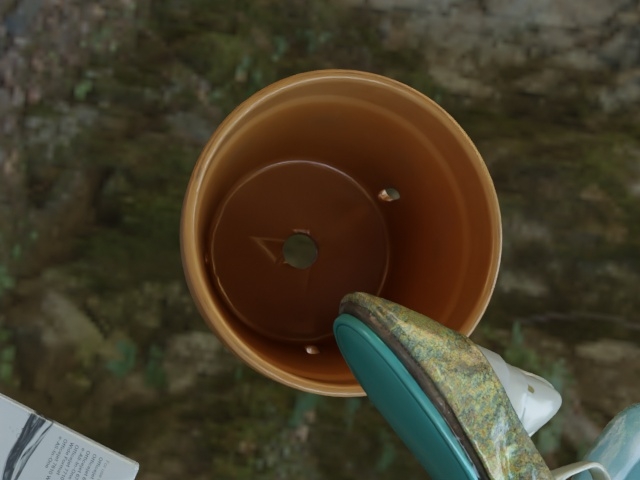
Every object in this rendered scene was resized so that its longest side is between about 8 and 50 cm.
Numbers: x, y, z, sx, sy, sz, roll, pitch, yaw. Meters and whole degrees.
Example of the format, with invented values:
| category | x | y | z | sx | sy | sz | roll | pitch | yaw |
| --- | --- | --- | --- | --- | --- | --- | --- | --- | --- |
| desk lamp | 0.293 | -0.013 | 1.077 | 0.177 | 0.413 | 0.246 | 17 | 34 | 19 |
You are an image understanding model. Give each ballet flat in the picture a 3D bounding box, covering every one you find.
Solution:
| category | x | y | z | sx | sy | sz | roll | pitch | yaw |
| --- | --- | --- | --- | --- | --- | --- | --- | --- | --- |
| ballet flat | 0.137 | 0.163 | 1.090 | 0.348 | 0.123 | 0.123 | 58 | 11 | -6 |

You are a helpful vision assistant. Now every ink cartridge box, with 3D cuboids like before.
| category | x | y | z | sx | sy | sz | roll | pitch | yaw |
| --- | --- | --- | --- | --- | --- | --- | --- | --- | --- |
| ink cartridge box | -0.387 | 0.229 | 1.712 | 0.223 | 0.307 | 0.129 | -5 | -123 | 56 |

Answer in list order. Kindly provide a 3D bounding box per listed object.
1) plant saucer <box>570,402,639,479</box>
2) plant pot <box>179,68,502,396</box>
| category | x | y | z | sx | sy | sz | roll | pitch | yaw |
| --- | --- | --- | --- | --- | --- | --- | --- | --- | --- |
| plant saucer | 0.325 | 0.339 | 1.790 | 0.317 | 0.044 | 0.317 | -37 | 139 | -42 |
| plant pot | 0.000 | 0.000 | 1.485 | 0.203 | 0.291 | 0.290 | 160 | -62 | -76 |
